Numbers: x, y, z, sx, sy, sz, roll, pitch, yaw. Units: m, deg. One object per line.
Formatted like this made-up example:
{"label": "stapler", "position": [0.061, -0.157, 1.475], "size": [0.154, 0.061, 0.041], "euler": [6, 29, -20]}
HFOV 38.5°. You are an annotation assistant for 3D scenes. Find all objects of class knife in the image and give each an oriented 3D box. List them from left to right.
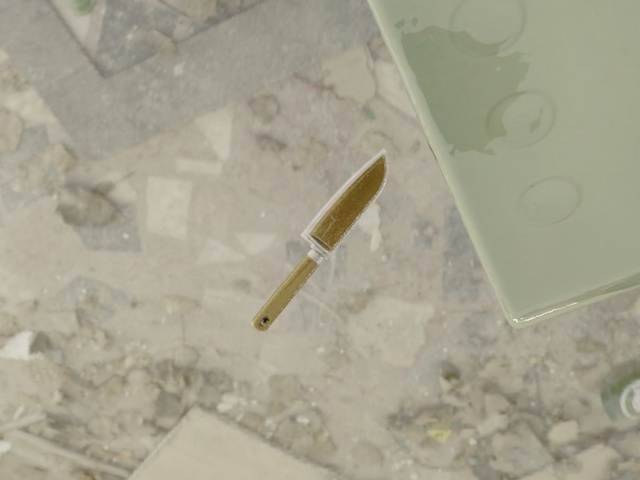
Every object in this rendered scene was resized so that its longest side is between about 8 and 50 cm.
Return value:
{"label": "knife", "position": [0.000, 0.000, 1.051], "size": [0.046, 0.022, 0.256], "euler": [38, 92, -22]}

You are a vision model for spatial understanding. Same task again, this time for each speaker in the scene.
{"label": "speaker", "position": [0.143, -0.137, 0.563], "size": [0.184, 0.183, 0.406], "euler": [-17, 132, 15]}
